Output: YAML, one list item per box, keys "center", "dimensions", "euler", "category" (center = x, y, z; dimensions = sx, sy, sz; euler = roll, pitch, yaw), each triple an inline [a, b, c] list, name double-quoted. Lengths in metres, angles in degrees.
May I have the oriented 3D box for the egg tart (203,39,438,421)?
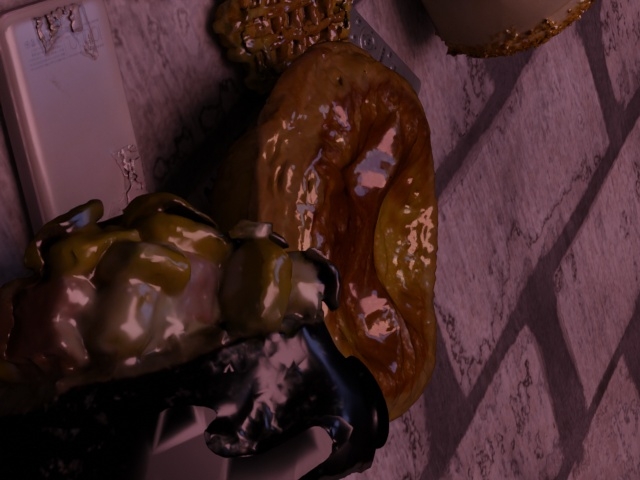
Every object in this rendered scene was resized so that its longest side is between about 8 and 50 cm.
- center: [0.000, 0.000, 1.538]
  dimensions: [0.443, 0.178, 0.443]
  euler: [9, 80, -64]
  category: "egg tart"

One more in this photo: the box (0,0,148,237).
- center: [-0.229, -0.087, 1.327]
  dimensions: [0.142, 0.044, 0.285]
  euler: [-32, 118, -50]
  category: "box"

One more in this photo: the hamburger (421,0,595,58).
- center: [0.261, -0.371, 1.865]
  dimensions: [0.179, 0.276, 0.294]
  euler: [42, 61, -37]
  category: "hamburger"

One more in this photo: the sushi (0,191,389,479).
- center: [-0.151, 0.119, 1.240]
  dimensions: [0.328, 0.329, 0.285]
  euler: [-15, 82, -19]
  category: "sushi"

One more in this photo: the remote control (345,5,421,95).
- center: [0.072, -0.233, 1.804]
  dimensions: [0.184, 0.027, 0.050]
  euler: [41, 56, -44]
  category: "remote control"

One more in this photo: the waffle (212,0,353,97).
- center: [-0.035, -0.277, 1.613]
  dimensions: [0.245, 0.052, 0.254]
  euler: [40, 60, -52]
  category: "waffle"
